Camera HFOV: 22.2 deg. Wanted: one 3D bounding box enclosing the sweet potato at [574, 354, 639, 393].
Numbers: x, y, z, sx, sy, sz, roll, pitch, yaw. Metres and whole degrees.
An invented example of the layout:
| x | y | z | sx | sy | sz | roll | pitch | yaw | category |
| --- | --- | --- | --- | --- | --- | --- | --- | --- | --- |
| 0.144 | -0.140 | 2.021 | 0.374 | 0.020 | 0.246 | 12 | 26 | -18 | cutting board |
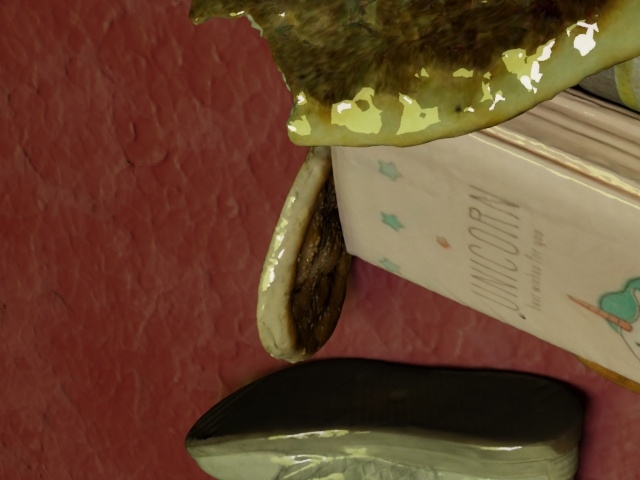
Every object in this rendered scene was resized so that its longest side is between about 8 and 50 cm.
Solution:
| x | y | z | sx | sy | sz | roll | pitch | yaw | category |
| --- | --- | --- | --- | --- | --- | --- | --- | --- | --- |
| 0.171 | 0.064 | 0.952 | 0.095 | 0.034 | 0.034 | 38 | 125 | 19 | sweet potato |

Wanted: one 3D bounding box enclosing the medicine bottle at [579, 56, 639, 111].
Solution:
| x | y | z | sx | sy | sz | roll | pitch | yaw | category |
| --- | --- | --- | --- | --- | --- | --- | --- | --- | --- |
| 0.209 | -0.122 | 0.781 | 0.322 | 0.151 | 0.151 | 25 | 120 | 25 | medicine bottle |

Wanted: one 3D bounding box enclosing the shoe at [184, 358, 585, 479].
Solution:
| x | y | z | sx | sy | sz | roll | pitch | yaw | category |
| --- | --- | --- | --- | --- | --- | --- | --- | --- | --- |
| 0.038 | 0.141 | 1.031 | 0.275 | 0.103 | 0.098 | 2 | 112 | 33 | shoe |

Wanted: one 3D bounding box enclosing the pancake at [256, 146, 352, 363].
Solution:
| x | y | z | sx | sy | sz | roll | pitch | yaw | category |
| --- | --- | --- | --- | --- | --- | --- | --- | --- | --- |
| 0.000 | 0.000 | 0.976 | 0.028 | 0.158 | 0.158 | 14 | 116 | 15 | pancake |

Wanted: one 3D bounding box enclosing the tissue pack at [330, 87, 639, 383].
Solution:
| x | y | z | sx | sy | sz | roll | pitch | yaw | category |
| --- | --- | --- | --- | --- | --- | --- | --- | --- | --- |
| 0.159 | 0.002 | 0.871 | 0.325 | 0.071 | 0.170 | 24 | 152 | 23 | tissue pack |

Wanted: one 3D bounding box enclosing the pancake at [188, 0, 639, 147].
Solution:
| x | y | z | sx | sy | sz | roll | pitch | yaw | category |
| --- | --- | --- | --- | --- | --- | --- | --- | --- | --- |
| 0.122 | -0.210 | 0.734 | 0.305 | 0.067 | 0.427 | 26 | 83 | 32 | pancake |
